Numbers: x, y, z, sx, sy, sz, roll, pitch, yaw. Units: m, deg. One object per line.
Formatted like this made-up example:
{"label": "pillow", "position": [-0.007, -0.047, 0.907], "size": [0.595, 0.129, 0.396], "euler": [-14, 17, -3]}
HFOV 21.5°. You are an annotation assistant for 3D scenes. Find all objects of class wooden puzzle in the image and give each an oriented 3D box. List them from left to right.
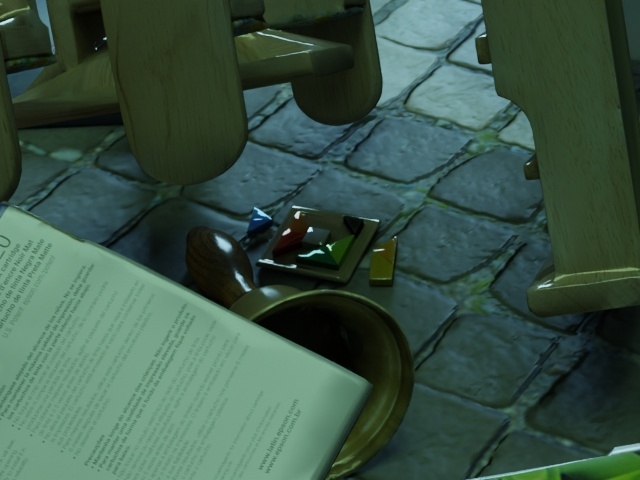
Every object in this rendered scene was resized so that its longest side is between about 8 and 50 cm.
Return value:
{"label": "wooden puzzle", "position": [0.000, 0.000, 1.150], "size": [0.116, 0.014, 0.078], "euler": [6, 39, 16]}

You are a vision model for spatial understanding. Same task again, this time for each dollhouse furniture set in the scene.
{"label": "dollhouse furniture set", "position": [-0.007, -0.075, 1.051], "size": [0.394, 0.256, 0.362], "euler": [-8, 7, 15]}

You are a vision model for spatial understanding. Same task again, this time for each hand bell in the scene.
{"label": "hand bell", "position": [-0.043, 0.040, 1.052], "size": [0.126, 0.126, 0.242], "euler": [-17, 27, -13]}

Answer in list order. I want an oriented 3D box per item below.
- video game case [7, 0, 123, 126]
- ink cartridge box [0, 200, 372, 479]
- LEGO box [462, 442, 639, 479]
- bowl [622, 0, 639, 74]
{"label": "video game case", "position": [-0.164, -0.182, 1.402], "size": [0.196, 0.026, 0.274], "euler": [-2, 37, 6]}
{"label": "ink cartridge box", "position": [-0.120, 0.121, 0.866], "size": [0.224, 0.045, 0.223], "euler": [27, 70, 7]}
{"label": "LEGO box", "position": [0.160, 0.270, 0.379], "size": [0.373, 0.500, 0.193], "euler": [-10, 37, -3]}
{"label": "bowl", "position": [0.247, -0.220, 1.298], "size": [0.298, 0.134, 0.298], "euler": [-4, 38, 3]}
